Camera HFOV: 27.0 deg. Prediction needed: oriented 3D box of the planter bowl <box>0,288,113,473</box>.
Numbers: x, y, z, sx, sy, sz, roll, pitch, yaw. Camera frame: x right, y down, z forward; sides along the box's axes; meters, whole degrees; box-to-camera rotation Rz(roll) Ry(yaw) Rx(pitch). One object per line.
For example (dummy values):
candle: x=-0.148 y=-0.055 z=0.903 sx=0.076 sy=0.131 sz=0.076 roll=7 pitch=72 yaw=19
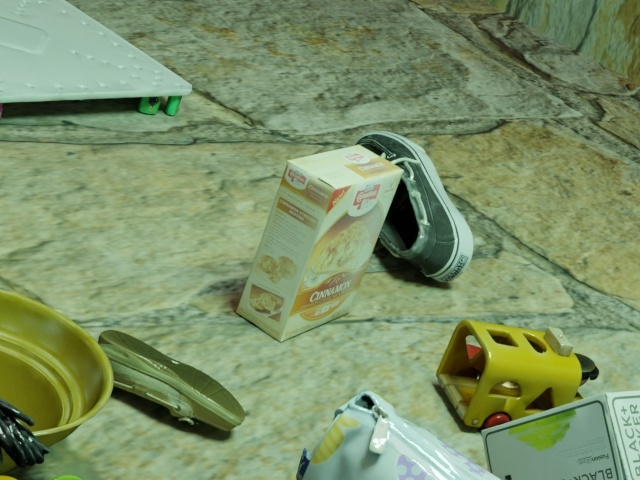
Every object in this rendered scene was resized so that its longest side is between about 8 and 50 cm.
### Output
planter bowl: x=-0.281 y=0.125 z=1.058 sx=0.217 sy=0.090 sz=0.217 roll=17 pitch=24 yaw=-8

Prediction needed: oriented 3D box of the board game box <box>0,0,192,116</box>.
board game box: x=-0.441 y=-0.269 z=1.855 sx=0.390 sy=0.050 sz=0.390 roll=35 pitch=27 yaw=31

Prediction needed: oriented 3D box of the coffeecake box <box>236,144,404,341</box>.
coffeecake box: x=0.000 y=0.000 z=1.437 sx=0.068 sy=0.185 sz=0.142 roll=31 pitch=26 yaw=25

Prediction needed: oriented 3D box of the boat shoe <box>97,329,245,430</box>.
boat shoe: x=-0.141 y=0.137 z=1.216 sx=0.153 sy=0.048 sz=0.056 roll=28 pitch=11 yaw=2

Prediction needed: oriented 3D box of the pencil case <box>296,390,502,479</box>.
pencil case: x=0.115 y=0.234 z=1.094 sx=0.273 sy=0.124 sz=0.113 roll=32 pitch=26 yaw=24

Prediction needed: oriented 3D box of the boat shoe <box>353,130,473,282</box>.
boat shoe: x=0.088 y=-0.059 z=1.735 sx=0.105 sy=0.113 sz=0.306 roll=22 pitch=28 yaw=-33

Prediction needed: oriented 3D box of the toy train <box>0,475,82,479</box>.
toy train: x=-0.182 y=0.151 z=0.735 sx=0.143 sy=0.105 sz=0.248 roll=-12 pitch=42 yaw=29

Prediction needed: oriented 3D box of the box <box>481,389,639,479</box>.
box: x=0.317 y=0.197 z=1.267 sx=0.290 sy=0.169 sz=0.087 roll=1 pitch=72 yaw=-36

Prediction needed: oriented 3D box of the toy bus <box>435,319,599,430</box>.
toy bus: x=0.228 y=0.143 z=1.407 sx=0.191 sy=0.104 sz=0.202 roll=28 pitch=25 yaw=17

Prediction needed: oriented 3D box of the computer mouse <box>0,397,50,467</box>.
computer mouse: x=-0.295 y=0.097 z=0.835 sx=0.188 sy=0.072 sz=0.272 roll=29 pitch=12 yaw=13
